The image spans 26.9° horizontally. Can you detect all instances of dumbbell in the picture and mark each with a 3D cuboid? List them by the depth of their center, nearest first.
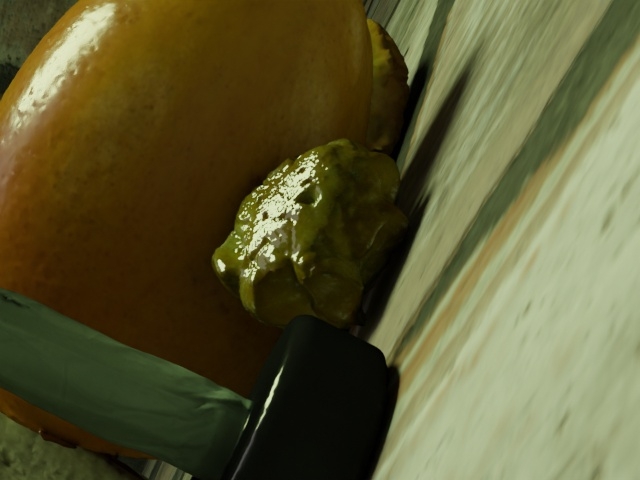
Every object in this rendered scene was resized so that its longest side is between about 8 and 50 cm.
[{"bbox_3d":[-0.081,0.042,0.434,0.100,0.191,0.100,-63,4,7],"label":"dumbbell"}]

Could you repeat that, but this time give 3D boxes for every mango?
[{"bbox_3d":[-0.070,-0.030,0.626,0.138,0.187,0.257,-85,9,-73],"label":"mango"}]

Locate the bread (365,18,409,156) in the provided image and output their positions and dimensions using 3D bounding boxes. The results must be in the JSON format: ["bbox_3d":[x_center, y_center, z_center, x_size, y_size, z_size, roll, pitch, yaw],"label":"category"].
[{"bbox_3d":[-0.045,-0.043,0.769,0.260,0.160,0.147,-60,9,-9],"label":"bread"}]

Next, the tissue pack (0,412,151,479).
[{"bbox_3d":[-0.155,0.154,0.754,0.092,0.183,0.226,-57,1,-20],"label":"tissue pack"}]

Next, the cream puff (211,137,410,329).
[{"bbox_3d":[0.000,0.000,0.554,0.083,0.058,0.083,-23,52,20],"label":"cream puff"}]
